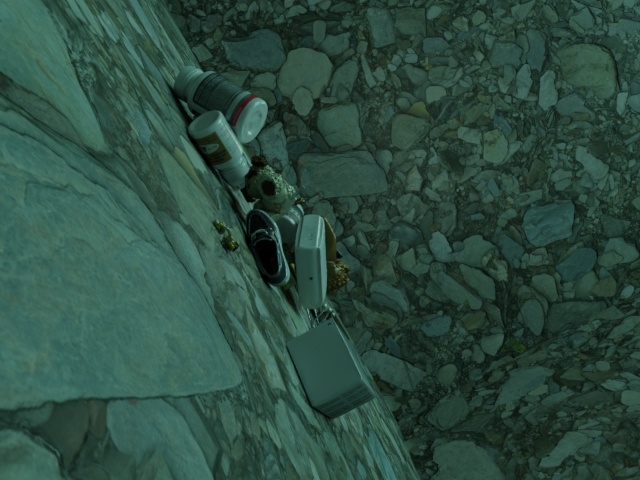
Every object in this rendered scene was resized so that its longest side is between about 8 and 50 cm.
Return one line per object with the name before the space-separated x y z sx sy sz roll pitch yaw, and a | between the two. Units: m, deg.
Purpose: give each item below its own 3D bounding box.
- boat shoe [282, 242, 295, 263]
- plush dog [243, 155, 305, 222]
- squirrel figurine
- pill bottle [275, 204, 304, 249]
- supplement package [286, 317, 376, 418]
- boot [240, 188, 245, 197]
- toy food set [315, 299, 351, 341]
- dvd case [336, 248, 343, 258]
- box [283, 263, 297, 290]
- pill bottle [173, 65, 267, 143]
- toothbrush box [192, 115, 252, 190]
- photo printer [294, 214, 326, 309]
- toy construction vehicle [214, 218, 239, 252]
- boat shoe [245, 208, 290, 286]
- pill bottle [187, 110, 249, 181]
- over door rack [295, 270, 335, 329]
boat shoe | -0.136 0.044 1.808 0.068 0.072 0.190 26 9 24
plush dog | -0.197 -0.197 1.780 0.225 0.211 0.262 49 -43 22
squirrel figurine | -0.040 0.100 2.353 0.396 0.281 0.370 53 -13 0
pill bottle | -0.154 -0.072 1.983 0.161 0.161 0.283 61 14 -16
supplement package | 0.033 0.360 1.327 0.194 0.149 0.203 62 1 34
boot | -0.336 -0.228 2.175 0.114 0.037 0.106 -57 132 -85
toy food set | 0.025 0.392 2.406 0.220 0.093 0.306 43 -15 53
dvd case | 0.000 0.000 2.502 0.253 0.022 0.180 51 -21 -10
box | -0.142 0.115 1.903 0.087 0.058 0.232 60 1 -14
pill bottle | -0.367 -0.502 1.735 0.319 0.176 0.176 32 -4 9
toothbrush box | -0.370 -0.367 1.908 0.283 0.122 0.206 61 0 10
photo printer | -0.034 0.091 1.837 0.256 0.107 0.307 -85 173 -58
toy construction vehicle | -0.238 -0.011 1.236 0.098 0.035 0.086 61 1 -19
boat shoe | -0.187 0.008 1.576 0.102 0.108 0.301 63 6 -62
pill bottle | -0.344 -0.320 1.654 0.229 0.131 0.131 61 1 -41
over door rack | -0.021 0.282 2.049 0.324 0.108 0.239 62 0 21
